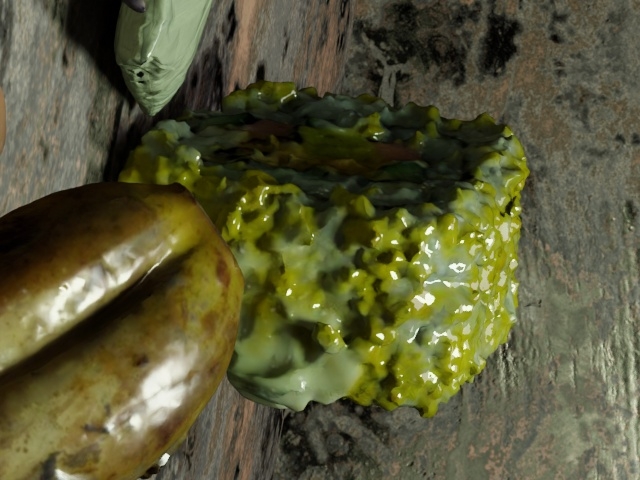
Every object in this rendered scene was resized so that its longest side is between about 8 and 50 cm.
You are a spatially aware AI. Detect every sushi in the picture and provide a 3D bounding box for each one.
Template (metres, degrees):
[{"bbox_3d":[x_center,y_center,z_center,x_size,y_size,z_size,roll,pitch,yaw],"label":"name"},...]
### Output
[{"bbox_3d":[0.000,0.000,1.500,0.351,0.397,0.240,-48,146,-61],"label":"sushi"}]

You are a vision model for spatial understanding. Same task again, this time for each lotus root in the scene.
[{"bbox_3d":[-0.165,0.076,0.923,0.291,0.193,0.193,-37,147,-29],"label":"lotus root"}]

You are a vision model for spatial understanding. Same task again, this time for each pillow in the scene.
[{"bbox_3d":[-0.122,-0.261,1.351,0.281,0.076,0.274,134,-31,-83],"label":"pillow"}]

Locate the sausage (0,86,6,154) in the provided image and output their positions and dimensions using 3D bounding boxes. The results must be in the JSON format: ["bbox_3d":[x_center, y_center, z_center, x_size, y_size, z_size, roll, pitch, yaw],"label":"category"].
[{"bbox_3d":[-0.253,-0.008,0.849,0.289,0.086,0.086,-72,168,-51],"label":"sausage"}]

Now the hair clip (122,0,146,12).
[{"bbox_3d":[-0.160,-0.314,1.171,0.173,0.069,0.300,91,-1,-66],"label":"hair clip"}]
